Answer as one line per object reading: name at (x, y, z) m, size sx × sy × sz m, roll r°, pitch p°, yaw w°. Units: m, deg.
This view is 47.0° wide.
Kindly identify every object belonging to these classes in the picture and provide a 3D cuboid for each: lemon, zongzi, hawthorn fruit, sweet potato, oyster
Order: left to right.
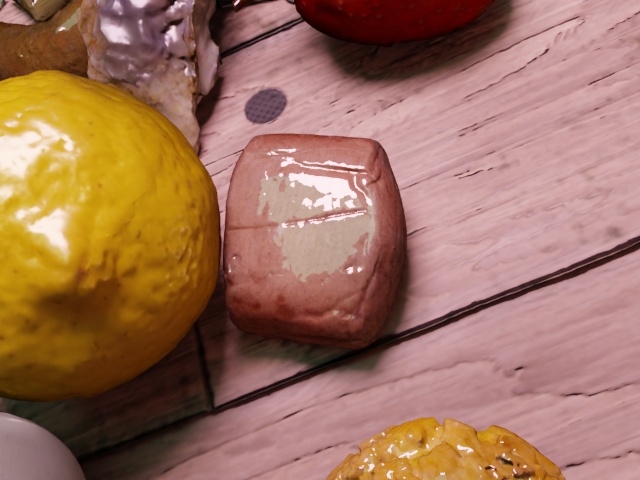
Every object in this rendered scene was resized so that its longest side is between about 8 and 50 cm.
zongzi at (-0.356, -0.340, 0.970) m, size 0.104 × 0.052 × 0.113 m, roll -40°, pitch 43°, yaw -14°
sweet potato at (-0.309, -0.227, 0.852) m, size 0.310 × 0.098 × 0.124 m, roll -4°, pitch 74°, yaw 15°
lemon at (-0.206, -0.007, 0.584) m, size 0.253 × 0.253 × 0.310 m, roll -39°, pitch 19°, yaw -5°
oyster at (-0.165, -0.253, 0.740) m, size 0.166 × 0.110 × 0.341 m, roll 18°, pitch 94°, yaw 8°
hawthorn fruit at (0.033, -0.285, 0.686) m, size 0.266 × 0.210 × 0.230 m, roll -21°, pitch 91°, yaw 4°

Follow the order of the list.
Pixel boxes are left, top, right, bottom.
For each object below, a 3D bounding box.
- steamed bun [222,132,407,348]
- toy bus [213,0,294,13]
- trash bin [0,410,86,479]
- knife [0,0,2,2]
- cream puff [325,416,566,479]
steamed bun at (0.000, 0.000, 0.609) m, size 0.145 × 0.106 × 0.175 m, roll 3°, pitch 76°, yaw 15°
toy bus at (-0.087, -0.320, 0.834) m, size 0.194 × 0.087 × 0.089 m, roll -5°, pitch 56°, yaw 16°
trash bin at (-0.376, 0.199, 0.528) m, size 0.432 × 0.280 × 0.280 m, roll 19°, pitch 69°, yaw 31°
knife at (-0.447, -0.391, 1.042) m, size 0.078 × 0.022 × 0.166 m, roll 11°, pitch 67°, yaw 18°
cream puff at (0.077, 0.196, 0.449) m, size 0.189 × 0.129 × 0.189 m, roll -10°, pitch 60°, yaw 18°
